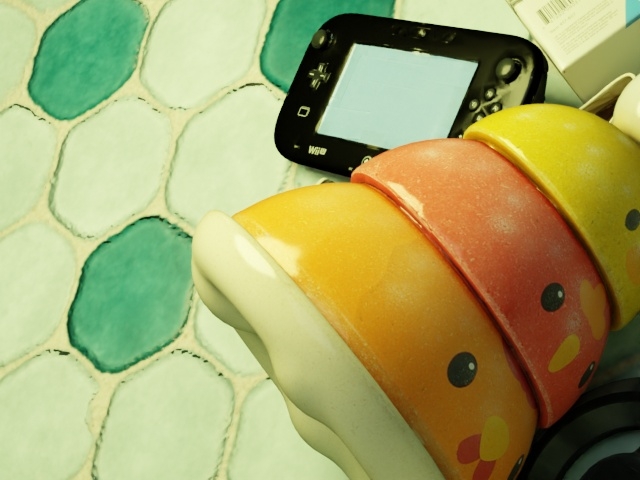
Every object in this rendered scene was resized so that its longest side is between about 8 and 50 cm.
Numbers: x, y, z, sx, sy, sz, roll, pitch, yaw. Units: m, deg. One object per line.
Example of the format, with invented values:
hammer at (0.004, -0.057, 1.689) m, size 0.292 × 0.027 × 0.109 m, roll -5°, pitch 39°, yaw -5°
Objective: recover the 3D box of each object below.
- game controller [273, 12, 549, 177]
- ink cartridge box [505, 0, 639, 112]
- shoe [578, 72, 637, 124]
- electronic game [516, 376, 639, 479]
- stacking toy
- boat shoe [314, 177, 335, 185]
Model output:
game controller at (0.080, -0.131, 1.587) m, size 0.319 × 0.067 × 0.166 m, roll 16°, pitch 72°, yaw 48°
ink cartridge box at (0.254, -0.244, 1.553) m, size 0.148 × 0.086 × 0.203 m, roll -36°, pitch 50°, yaw 10°
shoe at (0.215, -0.075, 1.501) m, size 0.219 × 0.058 × 0.076 m, roll -37°, pitch 51°, yaw 10°
electronic game at (0.245, 0.216, 1.326) m, size 0.229 × 0.048 × 0.229 m, roll -22°, pitch 50°, yaw 28°
stacking toy at (0.165, -0.002, 1.360) m, size 0.480 × 0.350 × 0.350 m, roll -38°, pitch 50°, yaw -7°
boat shoe at (0.000, 0.000, 1.605) m, size 0.038 × 0.046 × 0.125 m, roll 8°, pitch 72°, yaw 35°
